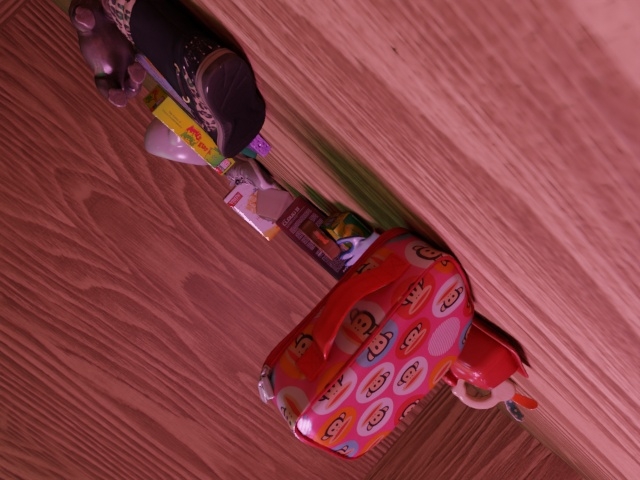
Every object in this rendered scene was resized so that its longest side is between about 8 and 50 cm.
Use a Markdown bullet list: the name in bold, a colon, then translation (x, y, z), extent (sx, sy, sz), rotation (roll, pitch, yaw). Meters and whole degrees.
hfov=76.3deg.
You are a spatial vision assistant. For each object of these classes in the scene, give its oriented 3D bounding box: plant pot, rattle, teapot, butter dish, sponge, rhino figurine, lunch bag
- **plant pot**: translation (-0.161, -0.117, 1.380), extent (0.108, 0.096, 0.109), rotation (15, 171, 10)
- **rattle**: translation (0.439, 0.377, 1.070), extent (0.199, 0.130, 0.143), rotation (15, 169, 3)
- **teapot**: translation (-0.476, -0.377, 1.413), extent (0.255, 0.187, 0.252), rotation (21, -166, 30)
- **butter dish**: translation (0.256, 0.201, 0.708), extent (0.160, 0.118, 0.160), rotation (40, 175, 44)
- **sponge**: translation (-0.191, -0.252, 0.878), extent (0.117, 0.031, 0.210), rotation (44, 176, -41)
- **rhino figurine**: translation (-0.321, -0.318, 0.588), extent (0.106, 0.073, 0.244), rotation (24, 131, 57)
- **lunch bag**: translation (0.069, 0.135, 0.537), extent (0.120, 0.293, 0.258), rotation (37, 171, 42)

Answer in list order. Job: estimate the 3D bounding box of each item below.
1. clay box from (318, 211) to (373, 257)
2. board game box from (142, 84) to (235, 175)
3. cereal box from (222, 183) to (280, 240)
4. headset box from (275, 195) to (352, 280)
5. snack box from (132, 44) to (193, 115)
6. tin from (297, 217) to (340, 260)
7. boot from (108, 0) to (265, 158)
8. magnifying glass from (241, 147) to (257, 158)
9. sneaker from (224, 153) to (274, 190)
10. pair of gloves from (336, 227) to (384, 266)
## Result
- **clay box**: translation (0.072, 0.001, 0.851), extent (0.127, 0.053, 0.222), rotation (43, 178, -8)
- **board game box**: translation (-0.257, -0.215, 0.808), extent (0.181, 0.043, 0.092), rotation (44, 180, -45)
- **cereal box**: translation (-0.227, -0.138, 1.556), extent (0.240, 0.173, 0.047), rotation (43, 177, -25)
- **headset box**: translation (0.015, 0.012, 1.168), extent (0.293, 0.110, 0.218), rotation (41, 177, 22)
- **snack box**: translation (-0.221, -0.266, 0.687), extent (0.174, 0.070, 0.207), rotation (45, 174, -39)
- **tin**: translation (0.000, 0.000, 0.932), extent (0.106, 0.040, 0.190), rotation (48, 179, 3)
- **boot**: translation (-0.166, -0.219, 0.545), extent (0.178, 0.085, 0.236), rotation (44, 171, 4)
- **magnifying glass**: translation (-0.200, -0.226, 0.973), extent (0.092, 0.026, 0.231), rotation (28, -169, -8)
- **sneaker**: translation (-0.247, -0.210, 1.338), extent (0.105, 0.115, 0.281), rotation (45, 176, -40)
- **pair of gloves**: translation (0.116, 0.053, 0.738), extent (0.198, 0.023, 0.159), rotation (39, 150, -3)
